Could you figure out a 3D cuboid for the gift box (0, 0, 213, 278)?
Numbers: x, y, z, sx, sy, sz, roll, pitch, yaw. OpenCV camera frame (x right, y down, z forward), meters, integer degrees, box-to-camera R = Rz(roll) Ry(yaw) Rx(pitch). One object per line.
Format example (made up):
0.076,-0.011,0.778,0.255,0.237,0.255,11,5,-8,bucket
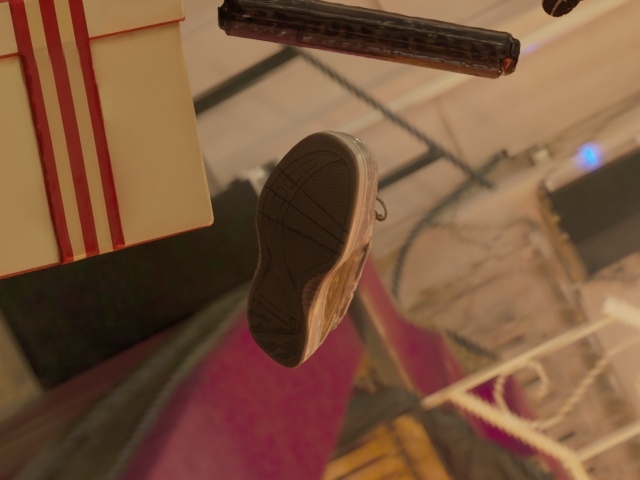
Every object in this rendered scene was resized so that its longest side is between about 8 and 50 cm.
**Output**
-0.256,-0.136,1.356,0.276,0.255,0.258,31,-47,60,gift box

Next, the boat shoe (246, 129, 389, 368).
0.002,0.002,1.689,0.118,0.103,0.320,36,-43,24,boat shoe

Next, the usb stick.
0.043,-0.190,1.463,0.077,0.278,0.045,133,-34,-84,usb stick

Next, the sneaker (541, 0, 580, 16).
0.253,-0.261,1.516,0.040,0.109,0.044,45,23,-26,sneaker
